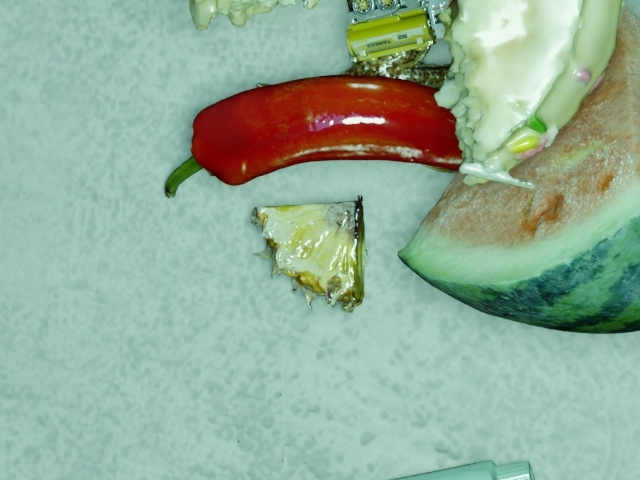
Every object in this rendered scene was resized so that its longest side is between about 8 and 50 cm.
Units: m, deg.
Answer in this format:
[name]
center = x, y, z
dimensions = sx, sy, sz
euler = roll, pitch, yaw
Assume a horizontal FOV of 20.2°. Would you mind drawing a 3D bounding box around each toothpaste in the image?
[toothpaste]
center = 0.059, 0.259, 1.723
dimensions = 0.297, 0.048, 0.075
euler = -14, 94, 10

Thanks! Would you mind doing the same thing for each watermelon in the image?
[watermelon]
center = 0.220, -0.042, 1.558
dimensions = 0.250, 0.283, 0.293
euler = -24, 84, -25

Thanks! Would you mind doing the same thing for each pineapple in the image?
[pineapple]
center = 0.000, 0.000, 1.704
dimensions = 0.137, 0.069, 0.116
euler = 41, 96, 4

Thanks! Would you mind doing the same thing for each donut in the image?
[donut]
center = 0.087, -0.246, 1.515
dimensions = 0.371, 0.150, 0.307
euler = 30, 99, 11

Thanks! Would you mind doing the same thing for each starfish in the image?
[starfish]
center = 0.058, -0.154, 1.697
dimensions = 0.238, 0.057, 0.213
euler = -16, 96, 8

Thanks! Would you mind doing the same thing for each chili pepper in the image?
[chili pepper]
center = 0.016, -0.089, 1.657
dimensions = 0.368, 0.092, 0.137
euler = 0, 131, 14

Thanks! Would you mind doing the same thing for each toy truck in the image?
[toy truck]
center = 0.082, -0.202, 1.633
dimensions = 0.123, 0.052, 0.063
euler = -10, 96, 17
